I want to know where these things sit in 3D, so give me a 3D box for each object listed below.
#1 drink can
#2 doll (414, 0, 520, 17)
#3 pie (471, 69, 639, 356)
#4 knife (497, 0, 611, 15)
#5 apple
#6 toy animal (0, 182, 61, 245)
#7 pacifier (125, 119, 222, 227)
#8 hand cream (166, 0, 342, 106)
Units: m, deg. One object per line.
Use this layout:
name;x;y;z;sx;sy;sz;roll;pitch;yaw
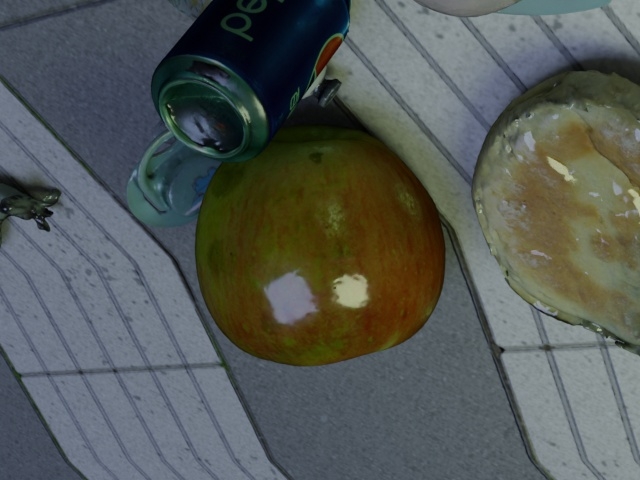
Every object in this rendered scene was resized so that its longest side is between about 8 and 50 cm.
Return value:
drink can;-0.056;-0.167;1.544;0.118;0.205;0.118;19;140;17
doll;0.043;-0.279;1.401;0.287;0.151;0.151;26;143;17
pie;0.271;-0.014;1.575;0.337;0.075;0.337;25;147;18
knife;0.085;-0.238;1.502;0.331;0.044;0.080;21;142;12
apple;0.000;0.000;1.708;0.246;0.246;0.226;-4;99;40
toy animal;-0.403;-0.025;2.091;0.176;0.073;0.217;19;148;-4
pacifier;-0.140;-0.088;1.789;0.127;0.150;0.116;37;-165;-48
hand cream;-0.066;-0.193;1.663;0.194;0.042;0.067;36;145;5
